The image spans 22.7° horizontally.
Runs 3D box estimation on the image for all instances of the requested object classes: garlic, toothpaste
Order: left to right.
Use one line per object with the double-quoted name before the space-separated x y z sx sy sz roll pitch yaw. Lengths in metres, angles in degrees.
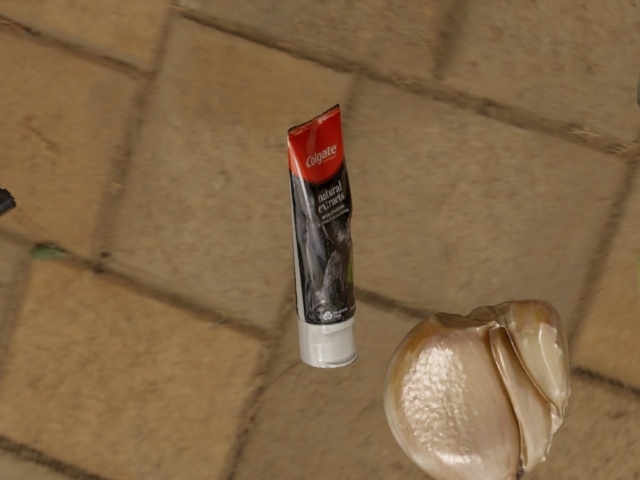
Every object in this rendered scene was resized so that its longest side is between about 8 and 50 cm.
"toothpaste" 0.000 0.000 1.185 0.045 0.071 0.193 10 114 31
"garlic" 0.182 0.184 1.852 0.217 0.110 0.228 -6 97 2

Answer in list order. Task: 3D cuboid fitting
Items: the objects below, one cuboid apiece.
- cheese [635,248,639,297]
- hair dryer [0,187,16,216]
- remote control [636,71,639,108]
"cheese" 0.364 0.088 1.634 0.054 0.251 0.127 -28 103 25
"hair dryer" -0.503 0.008 2.097 0.251 0.089 0.197 -40 88 -25
"remote control" 0.347 -0.186 1.205 0.145 0.344 0.050 9 65 0
